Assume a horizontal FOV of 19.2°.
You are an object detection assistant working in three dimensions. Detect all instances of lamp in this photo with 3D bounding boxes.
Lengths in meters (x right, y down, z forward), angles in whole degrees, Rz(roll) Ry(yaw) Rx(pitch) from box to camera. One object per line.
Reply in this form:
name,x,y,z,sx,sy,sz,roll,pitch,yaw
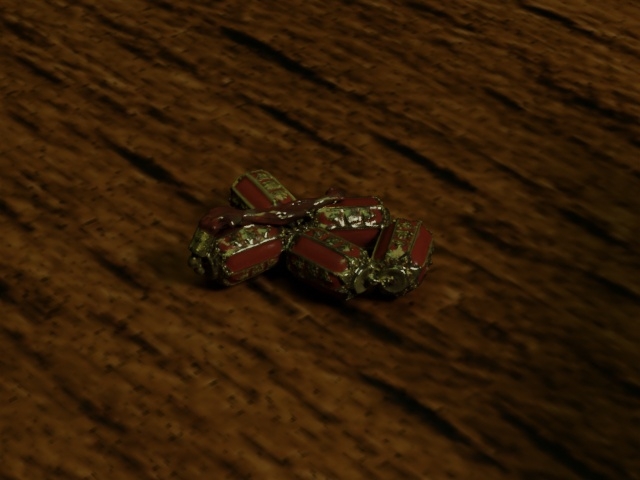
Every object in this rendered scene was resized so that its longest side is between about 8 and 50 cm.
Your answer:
lamp,0.000,0.000,0.692,0.083,0.031,0.063,16,36,9
